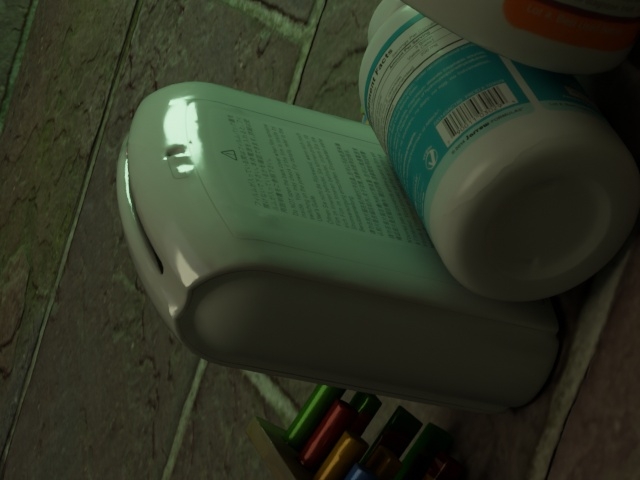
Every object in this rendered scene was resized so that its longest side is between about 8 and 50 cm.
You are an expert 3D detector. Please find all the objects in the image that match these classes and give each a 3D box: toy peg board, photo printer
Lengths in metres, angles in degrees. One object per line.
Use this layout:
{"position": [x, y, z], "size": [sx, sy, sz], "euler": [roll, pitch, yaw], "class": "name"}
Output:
{"position": [0.049, 0.175, 1.149], "size": [0.079, 0.161, 0.160], "euler": [-57, 27, 7], "class": "toy peg board"}
{"position": [0.000, 0.000, 1.148], "size": [0.107, 0.307, 0.256], "euler": [-62, 29, 29], "class": "photo printer"}

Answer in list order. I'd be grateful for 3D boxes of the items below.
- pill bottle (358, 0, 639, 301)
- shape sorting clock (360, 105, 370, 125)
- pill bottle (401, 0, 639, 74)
{"position": [0.116, -0.088, 1.122], "size": [0.146, 0.146, 0.264], "euler": [-62, 31, 29], "class": "pill bottle"}
{"position": [0.081, -0.145, 1.348], "size": [0.206, 0.040, 0.206], "euler": [-165, 90, -73], "class": "shape sorting clock"}
{"position": [0.190, -0.327, 1.006], "size": [0.392, 0.224, 0.224], "euler": [-63, 27, 27], "class": "pill bottle"}
